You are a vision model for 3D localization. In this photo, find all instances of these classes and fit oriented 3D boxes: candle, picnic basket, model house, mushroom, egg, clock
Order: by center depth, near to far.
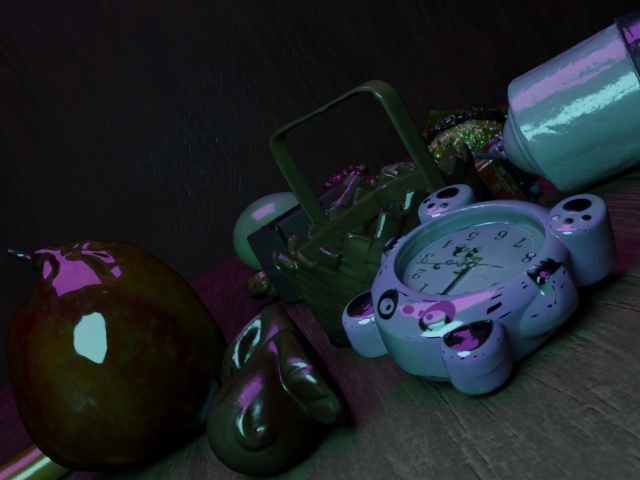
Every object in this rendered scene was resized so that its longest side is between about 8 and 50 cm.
[{"bbox_3d":[0.158,0.041,0.697,0.227,0.090,0.248,10,43,48],"label":"clock"},{"bbox_3d":[0.072,-0.042,0.932,0.291,0.321,0.254,-37,14,-35],"label":"picnic basket"},{"bbox_3d":[0.421,-0.200,1.030,0.342,0.221,0.221,-26,8,33],"label":"candle"},{"bbox_3d":[0.042,0.020,1.266,0.180,0.176,0.248,10,63,50],"label":"model house"},{"bbox_3d":[-0.039,0.056,1.628,0.312,0.081,0.100,-28,9,-25],"label":"mushroom"},{"bbox_3d":[-0.112,-0.021,1.862,0.269,0.221,0.220,-23,6,-12],"label":"egg"}]

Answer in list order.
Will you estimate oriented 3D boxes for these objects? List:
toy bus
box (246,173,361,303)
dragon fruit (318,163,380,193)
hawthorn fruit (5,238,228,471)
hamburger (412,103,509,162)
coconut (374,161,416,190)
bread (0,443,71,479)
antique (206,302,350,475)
[{"bbox_3d":[0.336,-0.125,1.274,0.119,0.121,0.265,-36,4,22],"label":"toy bus"},{"bbox_3d":[0.000,0.000,1.449,0.252,0.188,0.153,-37,13,-34],"label":"box"},{"bbox_3d":[0.076,-0.117,1.965,0.198,0.219,0.272,12,-28,-37],"label":"dragon fruit"},{"bbox_3d":[-0.287,0.161,0.961,0.308,0.325,0.308,-5,-4,0],"label":"hawthorn fruit"},{"bbox_3d":[0.328,-0.195,1.490,0.261,0.139,0.243,-10,-29,-11],"label":"hamburger"},{"bbox_3d":[0.188,-0.092,1.403,0.161,0.162,0.161,-29,8,4],"label":"coconut"},{"bbox_3d":[-0.458,0.367,1.113,0.239,0.074,0.092,-33,13,-25],"label":"bread"},{"bbox_3d":[-0.058,0.171,0.760,0.143,0.121,0.257,-38,14,0],"label":"antique"}]
